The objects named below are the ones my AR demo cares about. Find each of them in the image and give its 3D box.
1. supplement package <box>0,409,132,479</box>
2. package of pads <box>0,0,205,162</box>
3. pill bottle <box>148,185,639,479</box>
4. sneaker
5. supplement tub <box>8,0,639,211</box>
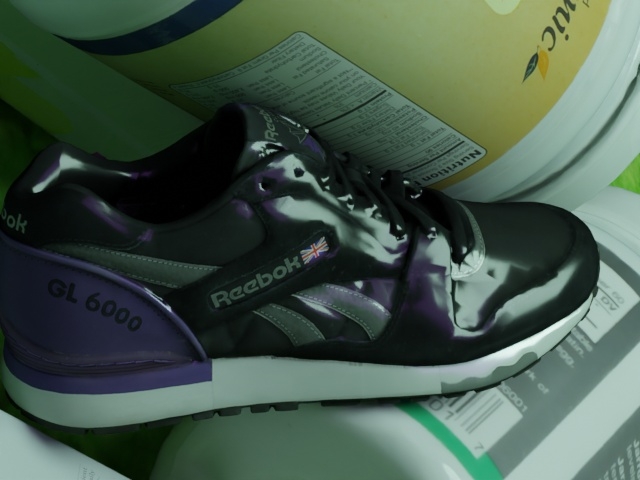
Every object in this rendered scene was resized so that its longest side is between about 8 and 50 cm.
[{"bbox_3d":[-0.161,0.139,0.766,0.179,0.105,0.105,36,49,-39],"label":"supplement package"},{"bbox_3d":[-0.129,-0.183,0.959,0.296,0.101,0.229,39,47,-37],"label":"package of pads"},{"bbox_3d":[0.085,0.103,0.965,0.361,0.204,0.204,-32,100,-52],"label":"pill bottle"},{"bbox_3d":[0.000,0.000,0.779,0.283,0.107,0.124,-9,121,-19],"label":"sneaker"},{"bbox_3d":[0.016,-0.147,0.856,0.316,0.228,0.228,28,53,-43],"label":"supplement tub"}]
